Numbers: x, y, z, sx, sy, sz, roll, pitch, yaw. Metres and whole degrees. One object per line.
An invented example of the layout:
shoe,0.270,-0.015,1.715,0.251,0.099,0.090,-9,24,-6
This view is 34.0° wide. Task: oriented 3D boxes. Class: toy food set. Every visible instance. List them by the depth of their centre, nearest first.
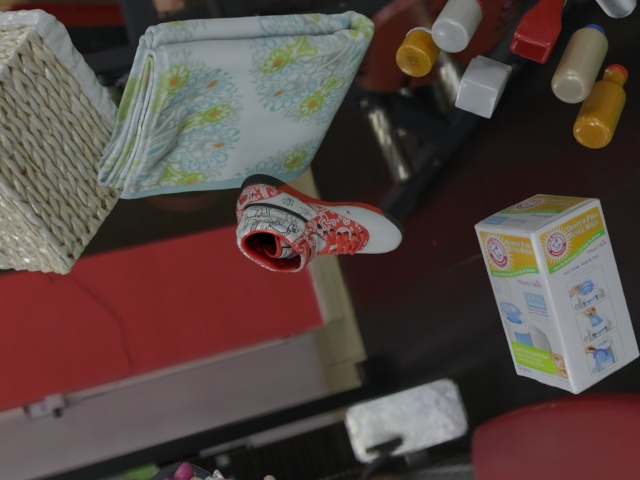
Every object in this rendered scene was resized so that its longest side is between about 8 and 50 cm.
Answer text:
toy food set,0.203,-0.194,1.062,0.232,0.105,0.111,21,142,12

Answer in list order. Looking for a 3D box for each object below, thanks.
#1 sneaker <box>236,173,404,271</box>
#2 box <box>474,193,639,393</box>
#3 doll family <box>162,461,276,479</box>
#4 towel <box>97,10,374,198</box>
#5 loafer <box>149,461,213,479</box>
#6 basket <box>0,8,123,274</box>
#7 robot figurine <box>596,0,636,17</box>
sneaker,-0.001,0.001,1.580,0.145,0.270,0.090,-87,20,-48
box,0.276,0.057,1.224,0.114,0.103,0.203,12,124,62
doll family,-0.126,0.327,0.964,0.163,0.263,0.118,17,124,34
towel,-0.127,-0.195,1.558,0.090,0.374,0.320,63,145,24
loafer,-0.139,0.385,1.333,0.302,0.109,0.095,23,143,58
basket,-0.515,-0.150,1.638,0.328,0.266,0.331,2,141,31
robot figurine,0.359,-0.444,1.214,0.299,0.199,0.354,-9,71,28
